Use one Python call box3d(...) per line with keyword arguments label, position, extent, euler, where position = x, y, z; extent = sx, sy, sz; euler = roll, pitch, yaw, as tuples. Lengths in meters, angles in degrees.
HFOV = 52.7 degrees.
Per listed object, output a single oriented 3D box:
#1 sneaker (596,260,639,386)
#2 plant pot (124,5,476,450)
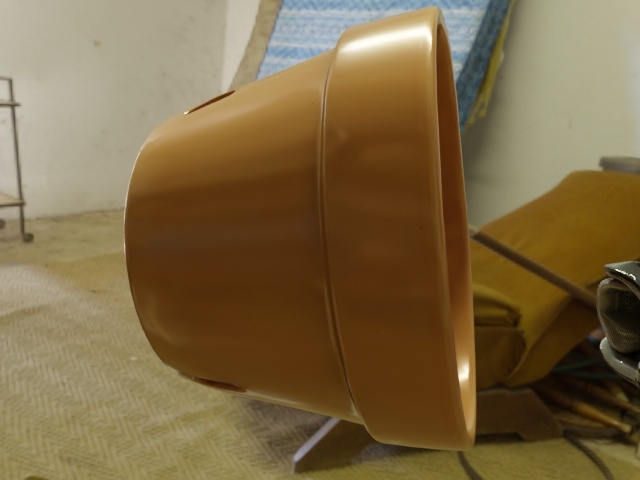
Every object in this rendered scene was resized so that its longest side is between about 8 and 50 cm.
box3d(label="sneaker", position=(0.289, 0.030, 0.485), extent=(0.153, 0.101, 0.268), euler=(0, 25, 20))
box3d(label="plant pot", position=(0.000, 0.000, 0.468), extent=(0.203, 0.291, 0.291), euler=(-5, 11, 16))
